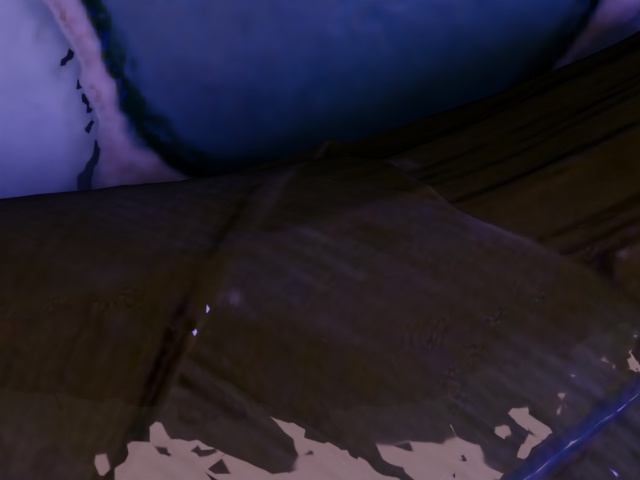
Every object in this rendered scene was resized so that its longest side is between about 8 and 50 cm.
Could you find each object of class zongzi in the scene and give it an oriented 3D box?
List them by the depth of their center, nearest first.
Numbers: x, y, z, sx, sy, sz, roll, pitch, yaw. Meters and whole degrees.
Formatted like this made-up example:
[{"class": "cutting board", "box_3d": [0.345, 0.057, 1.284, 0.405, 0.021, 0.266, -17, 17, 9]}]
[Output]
[{"class": "zongzi", "box_3d": [0.000, 0.000, 0.539, 0.360, 0.160, 0.323, 40, 83, -18]}]
